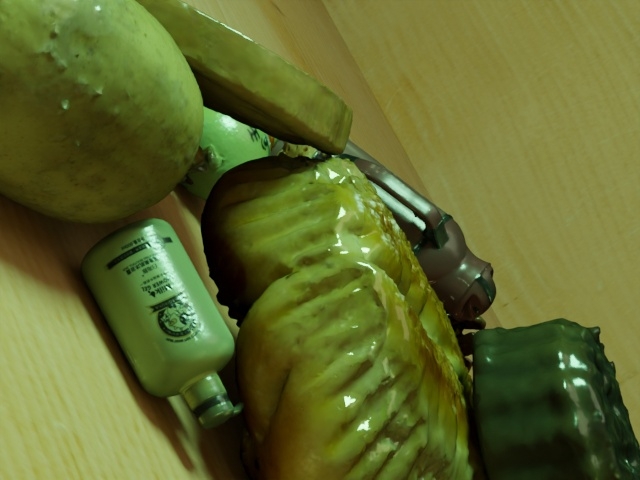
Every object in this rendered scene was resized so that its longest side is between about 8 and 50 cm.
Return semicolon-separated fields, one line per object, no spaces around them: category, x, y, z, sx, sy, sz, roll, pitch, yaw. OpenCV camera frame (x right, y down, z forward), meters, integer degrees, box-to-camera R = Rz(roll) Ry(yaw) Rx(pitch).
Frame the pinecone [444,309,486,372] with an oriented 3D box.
pinecone;0.117;0.099;2.186;0.179;0.150;0.195;44;25;-51

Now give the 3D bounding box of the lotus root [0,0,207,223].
lotus root;-0.177;-0.097;1.302;0.151;0.169;0.342;59;9;32

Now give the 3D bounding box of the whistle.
whistle;-0.101;-0.110;1.900;0.131;0.106;0.288;59;10;-10

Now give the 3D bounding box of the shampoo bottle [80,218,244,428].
shampoo bottle;-0.114;0.068;1.366;0.162;0.079;0.079;60;10;14

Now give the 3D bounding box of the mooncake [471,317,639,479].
mooncake;0.210;0.174;1.566;0.228;0.124;0.228;-15;90;-77

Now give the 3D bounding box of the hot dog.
hot dog;0.019;0.110;1.529;0.365;0.196;0.367;63;7;-59

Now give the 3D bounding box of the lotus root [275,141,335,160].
lotus root;0.000;0.000;1.960;0.154;0.140;0.257;45;-20;60

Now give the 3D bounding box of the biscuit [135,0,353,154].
biscuit;-0.139;-0.169;1.548;0.365;0.062;0.385;30;1;-6

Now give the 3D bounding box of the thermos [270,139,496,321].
thermos;0.070;-0.035;2.075;0.330;0.136;0.109;38;33;10
